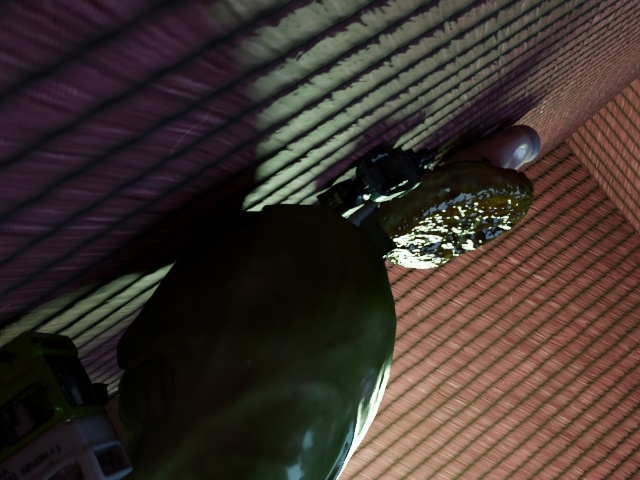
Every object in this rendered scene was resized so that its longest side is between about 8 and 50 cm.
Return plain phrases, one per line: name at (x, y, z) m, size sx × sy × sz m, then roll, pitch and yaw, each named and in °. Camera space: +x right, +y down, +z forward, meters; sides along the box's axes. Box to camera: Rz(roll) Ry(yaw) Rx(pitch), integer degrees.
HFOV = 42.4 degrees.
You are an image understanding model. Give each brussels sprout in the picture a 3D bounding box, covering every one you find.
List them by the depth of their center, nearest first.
brussels sprout at (-0.059, 0.115, 0.758) m, size 0.328 × 0.247 × 0.328 m, roll -54°, pitch 168°, yaw -17°

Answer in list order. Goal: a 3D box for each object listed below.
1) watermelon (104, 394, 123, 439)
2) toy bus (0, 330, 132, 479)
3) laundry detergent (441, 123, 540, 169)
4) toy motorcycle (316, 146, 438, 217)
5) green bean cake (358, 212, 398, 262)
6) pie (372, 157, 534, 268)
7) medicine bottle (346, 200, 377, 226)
watermelon at (-0.378, 0.367, 1.326) m, size 0.260 × 0.256 × 0.176 m, roll -22°, pitch 121°, yaw -37°
toy bus at (-0.301, 0.199, 0.628) m, size 0.301 × 0.139 × 0.113 m, roll -35°, pitch 171°, yaw -2°
laundry detergent at (0.336, -0.159, 1.586) m, size 0.159 × 0.088 × 0.335 m, roll -40°, pitch 174°, yaw 37°
toy motorcycle at (0.078, -0.076, 1.016) m, size 0.100 × 0.058 × 0.173 m, roll -33°, pitch 175°, yaw 36°
green bean cake at (0.010, 0.040, 1.270) m, size 0.173 × 0.094 × 0.181 m, roll -33°, pitch 173°, yaw -20°
pie at (0.219, -0.040, 1.402) m, size 0.315 × 0.092 × 0.315 m, roll -14°, pitch 158°, yaw -6°
medicine bottle at (0.000, 0.000, 1.121) m, size 0.199 × 0.058 × 0.057 m, roll -35°, pitch 173°, yaw -19°
